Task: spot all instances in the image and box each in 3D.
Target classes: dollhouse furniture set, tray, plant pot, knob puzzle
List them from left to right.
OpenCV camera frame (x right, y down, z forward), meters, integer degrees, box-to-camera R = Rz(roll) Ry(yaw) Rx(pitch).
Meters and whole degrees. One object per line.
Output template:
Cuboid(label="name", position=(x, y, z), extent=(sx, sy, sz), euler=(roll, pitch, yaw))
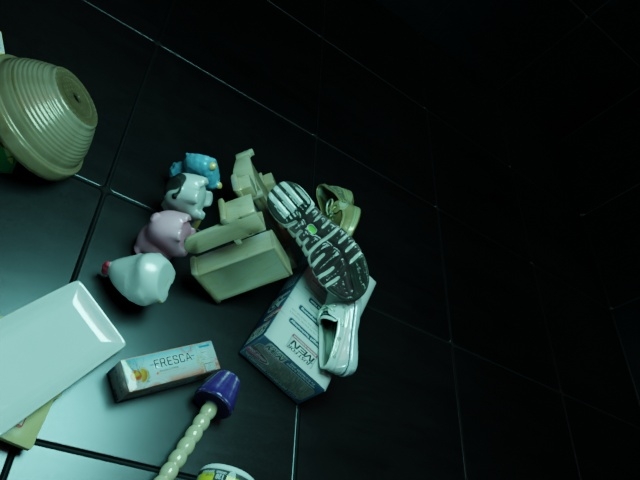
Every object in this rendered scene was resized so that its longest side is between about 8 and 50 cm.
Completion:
Cuboid(label="knob puzzle", position=(-0.484, 0.198, 0.888), extent=(0.213, 0.030, 0.213), euler=(36, 35, -30))
Cuboid(label="tray", position=(-0.439, 0.174, 0.916), extent=(0.145, 0.030, 0.270), euler=(53, 30, -2))
Cuboid(label="plant pot", position=(-0.484, -0.235, 1.061), extent=(0.237, 0.110, 0.237), euler=(-23, 90, -83))
Cuboid(label="dollhouse furniture set", position=(-0.193, -0.071, 1.249), extent=(0.303, 0.174, 0.355), euler=(64, 7, -51))

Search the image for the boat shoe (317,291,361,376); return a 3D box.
Cuboid(label="boat shoe", position=(0.033, 0.160, 1.194), extent=(0.076, 0.083, 0.226), euler=(20, 51, -34))

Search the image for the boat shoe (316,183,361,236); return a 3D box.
Cuboid(label="boat shoe", position=(0.035, -0.067, 1.477), extent=(0.089, 0.104, 0.285), euler=(23, 17, -13))

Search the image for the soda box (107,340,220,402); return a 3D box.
Cuboid(label="soda box", position=(-0.273, 0.229, 1.038), extent=(0.183, 0.063, 0.058), euler=(-4, 64, -45))

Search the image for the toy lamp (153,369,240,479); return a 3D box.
Cuboid(label="toy lamp", position=(-0.219, 0.335, 0.999), extent=(0.080, 0.080, 0.274), euler=(42, 41, -11))

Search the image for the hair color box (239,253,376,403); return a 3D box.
Cuboid(label="hair color box", position=(-0.016, 0.163, 1.292), extent=(0.174, 0.105, 0.347), euler=(44, 41, -10))

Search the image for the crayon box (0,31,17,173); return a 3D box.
Cuboid(label="crayon box", position=(-0.643, -0.259, 1.036), extent=(0.165, 0.081, 0.278), euler=(0, 62, -43))

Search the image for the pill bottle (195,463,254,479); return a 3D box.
Cuboid(label="pill bottle", position=(-0.173, 0.461, 0.930), extent=(0.103, 0.103, 0.184), euler=(36, 43, -18))

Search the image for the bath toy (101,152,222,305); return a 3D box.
Cuboid(label="bath toy", position=(-0.306, -0.021, 1.146), extent=(0.129, 0.151, 0.348), euler=(10, 48, 9))

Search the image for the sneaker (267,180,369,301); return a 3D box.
Cuboid(label="sneaker", position=(0.000, 0.000, 1.233), extent=(0.281, 0.106, 0.162), euler=(54, -2, 1))
